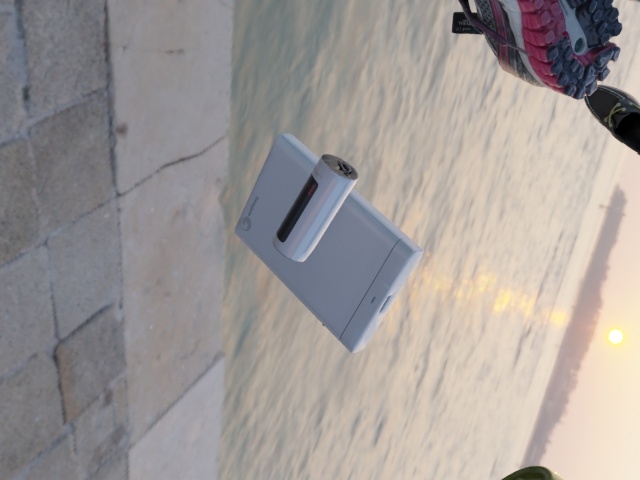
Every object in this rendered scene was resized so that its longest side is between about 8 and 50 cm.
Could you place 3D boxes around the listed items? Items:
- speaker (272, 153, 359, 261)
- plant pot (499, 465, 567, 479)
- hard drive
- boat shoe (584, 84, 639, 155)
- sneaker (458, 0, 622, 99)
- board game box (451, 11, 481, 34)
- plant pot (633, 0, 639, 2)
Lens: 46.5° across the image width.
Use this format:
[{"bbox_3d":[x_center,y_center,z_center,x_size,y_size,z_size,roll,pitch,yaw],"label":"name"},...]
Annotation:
[{"bbox_3d":[-0.006,-0.041,0.937,0.136,0.055,0.055,-57,168,27],"label":"speaker"},{"bbox_3d":[0.349,0.468,1.023,0.274,0.294,0.275,-37,-178,1],"label":"plant pot"},{"bbox_3d":[0.000,0.000,1.351,0.047,0.353,0.233,-9,135,-49],"label":"hard drive"},{"bbox_3d":[0.615,-0.239,1.489,0.068,0.228,0.081,-5,135,-53],"label":"boat shoe"},{"bbox_3d":[0.156,-0.244,0.650,0.121,0.112,0.299,-46,128,-11],"label":"sneaker"},{"bbox_3d":[0.253,-0.258,0.893,0.186,0.126,0.026,-21,118,-52],"label":"board game box"},{"bbox_3d":[0.381,-0.409,0.982,0.234,0.165,0.166,-6,122,-27],"label":"plant pot"}]
